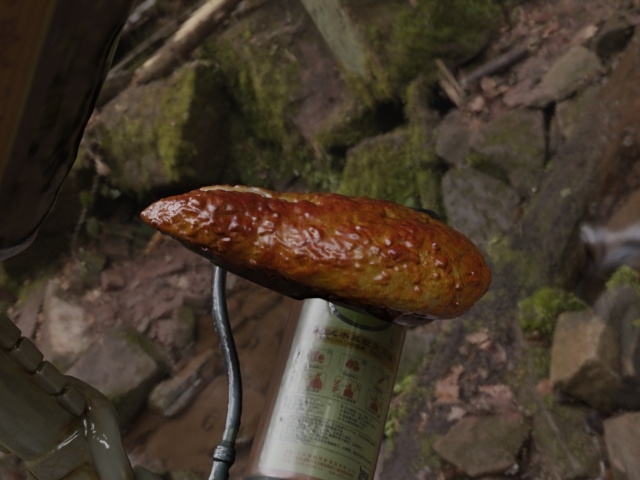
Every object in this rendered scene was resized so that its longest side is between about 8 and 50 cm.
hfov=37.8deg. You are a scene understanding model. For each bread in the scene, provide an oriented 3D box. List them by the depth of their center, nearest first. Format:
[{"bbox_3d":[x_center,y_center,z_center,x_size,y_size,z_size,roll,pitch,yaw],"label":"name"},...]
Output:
[{"bbox_3d":[0.004,0.001,0.707,0.139,0.269,0.095,-175,104,-84],"label":"bread"}]

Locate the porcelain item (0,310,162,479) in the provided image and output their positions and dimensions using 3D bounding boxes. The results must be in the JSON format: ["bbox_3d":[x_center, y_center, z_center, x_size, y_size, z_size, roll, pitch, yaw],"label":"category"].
[{"bbox_3d":[-0.140,0.111,0.517,0.084,0.213,0.054,-25,29,35],"label":"porcelain item"}]

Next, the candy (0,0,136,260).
[{"bbox_3d":[-0.121,-0.094,0.332,0.143,0.101,0.271,-22,-34,-60],"label":"candy"}]

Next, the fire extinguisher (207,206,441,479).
[{"bbox_3d":[-0.010,0.098,0.845,0.113,0.200,0.376,-34,32,54],"label":"fire extinguisher"}]
